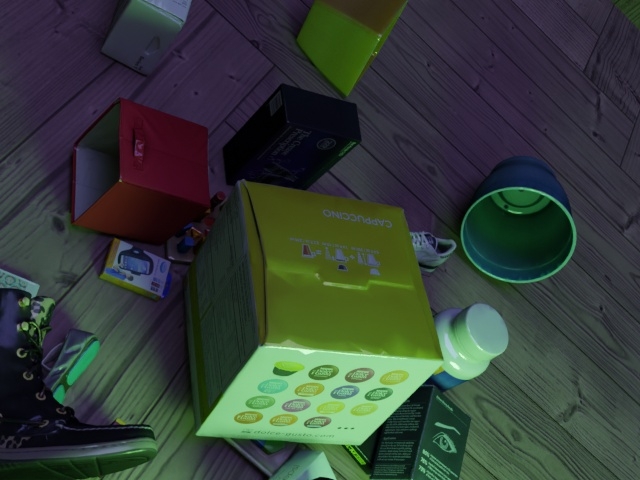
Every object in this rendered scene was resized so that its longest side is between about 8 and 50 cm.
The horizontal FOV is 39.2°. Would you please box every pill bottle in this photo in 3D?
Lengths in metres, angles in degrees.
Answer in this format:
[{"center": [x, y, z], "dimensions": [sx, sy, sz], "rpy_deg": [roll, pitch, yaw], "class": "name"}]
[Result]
[{"center": [0.258, 0.231, 1.872], "dimensions": [0.152, 0.272, 0.152], "rpy_deg": [17, 56, -27], "class": "pill bottle"}]

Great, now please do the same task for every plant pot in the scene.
[{"center": [0.501, -0.076, 2.249], "dimensions": [0.271, 0.271, 0.255], "rpy_deg": [40, 34, -11], "class": "plant pot"}, {"center": [0.067, -0.530, 2.226], "dimensions": [0.187, 0.212, 0.212], "rpy_deg": [33, 49, 0], "class": "plant pot"}]

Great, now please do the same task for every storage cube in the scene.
[{"center": [-0.338, -0.124, 1.689], "dimensions": [0.193, 0.215, 0.184], "rpy_deg": [16, 56, -36], "class": "storage cube"}]

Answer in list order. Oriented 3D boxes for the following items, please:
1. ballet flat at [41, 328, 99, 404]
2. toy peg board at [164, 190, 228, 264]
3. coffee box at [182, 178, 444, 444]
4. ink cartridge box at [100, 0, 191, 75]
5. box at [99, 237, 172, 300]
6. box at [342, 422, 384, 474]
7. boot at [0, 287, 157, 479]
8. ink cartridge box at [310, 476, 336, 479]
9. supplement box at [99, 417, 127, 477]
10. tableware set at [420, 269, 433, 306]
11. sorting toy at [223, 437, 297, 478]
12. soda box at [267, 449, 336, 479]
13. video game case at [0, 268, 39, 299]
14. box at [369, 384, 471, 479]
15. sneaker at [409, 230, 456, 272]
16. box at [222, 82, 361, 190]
[{"center": [-0.449, 0.236, 1.508], "dimensions": [0.068, 0.072, 0.213], "rpy_deg": [20, 49, 8], "class": "ballet flat"}, {"center": [-0.225, -0.036, 1.805], "dimensions": [0.160, 0.079, 0.161], "rpy_deg": [10, 59, -32], "class": "toy peg board"}, {"center": [-0.032, 0.139, 1.618], "dimensions": [0.337, 0.334, 0.338], "rpy_deg": [8, 51, -24], "class": "coffee box"}, {"center": [-0.350, -0.524, 1.908], "dimensions": [0.117, 0.201, 0.278], "rpy_deg": [24, 54, -22], "class": "ink cartridge box"}, {"center": [-0.343, 0.058, 1.701], "dimensions": [0.136, 0.028, 0.081], "rpy_deg": [24, 53, -21], "class": "box"}, {"center": [0.092, 0.343, 1.827], "dimensions": [0.184, 0.045, 0.191], "rpy_deg": [50, 46, -12], "class": "box"}, {"center": [-0.441, 0.221, 1.386], "dimensions": [0.377, 0.138, 0.284], "rpy_deg": [-3, 64, 0], "class": "boot"}, {"center": [-0.028, 0.613, 1.544], "dimensions": [0.175, 0.069, 0.371], "rpy_deg": [-8, 90, -39], "class": "ink cartridge box"}, {"center": [-0.355, 0.348, 1.508], "dimensions": [0.043, 0.055, 0.083], "rpy_deg": [39, 48, -10], "class": "supplement box"}, {"center": [0.171, 0.112, 2.037], "dimensions": [0.194, 0.039, 0.128], "rpy_deg": [18, 57, -28], "class": "tableware set"}, {"center": [-0.108, 0.319, 1.715], "dimensions": [0.193, 0.038, 0.208], "rpy_deg": [43, 48, -8], "class": "sorting toy"}, {"center": [-0.068, 0.471, 1.624], "dimensions": [0.216, 0.069, 0.074], "rpy_deg": [-37, 110, -43], "class": "soda box"}, {"center": [-0.571, 0.106, 1.513], "dimensions": [0.157, 0.019, 0.143], "rpy_deg": [26, 52, -22], "class": "video game case"}, {"center": [0.204, 0.415, 1.799], "dimensions": [0.153, 0.108, 0.207], "rpy_deg": [44, 51, -34], "class": "box"}, {"center": [0.202, 0.009, 2.080], "dimensions": [0.235, 0.095, 0.090], "rpy_deg": [7, 63, -31], "class": "sneaker"}, {"center": [-0.063, -0.203, 1.893], "dimensions": [0.184, 0.261, 0.103], "rpy_deg": [7, 61, -33], "class": "box"}]
